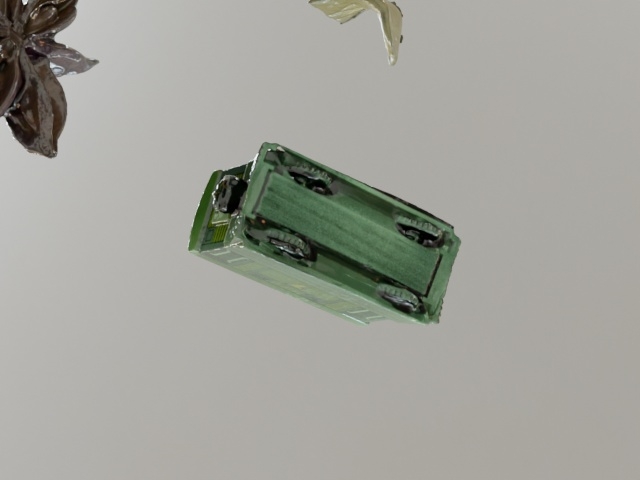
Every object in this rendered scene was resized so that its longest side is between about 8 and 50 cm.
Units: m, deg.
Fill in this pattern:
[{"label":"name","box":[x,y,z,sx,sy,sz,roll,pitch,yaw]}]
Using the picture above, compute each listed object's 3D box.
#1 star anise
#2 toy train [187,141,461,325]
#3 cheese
[{"label":"star anise","box":[-0.296,-0.175,1.537,0.197,0.073,0.212,33,-136,-17]},{"label":"toy train","box":[0.000,0.000,0.604,0.093,0.056,0.038,24,-106,-27]},{"label":"cheese","box":[0.040,-0.167,1.310,0.084,0.060,0.041,41,-83,29]}]
